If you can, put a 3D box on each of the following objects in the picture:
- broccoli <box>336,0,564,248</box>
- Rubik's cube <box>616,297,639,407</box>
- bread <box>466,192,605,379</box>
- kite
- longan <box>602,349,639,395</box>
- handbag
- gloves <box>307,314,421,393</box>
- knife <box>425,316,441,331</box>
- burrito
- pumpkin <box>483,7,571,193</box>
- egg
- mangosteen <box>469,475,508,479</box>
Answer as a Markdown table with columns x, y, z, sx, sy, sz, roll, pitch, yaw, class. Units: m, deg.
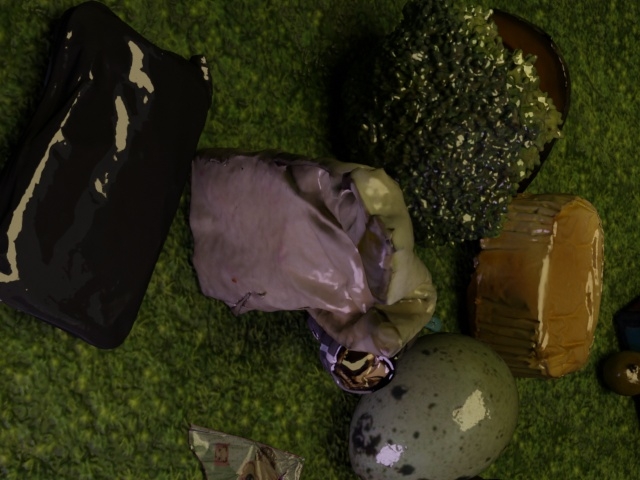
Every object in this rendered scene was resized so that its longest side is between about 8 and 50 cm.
| x | y | z | sx | sy | sz | roll | pitch | yaw | class |
| --- | --- | --- | --- | --- | --- | --- | --- | --- | --- |
| 0.158 | -0.133 | 1.496 | 0.260 | 0.235 | 0.288 | 6 | 120 | -42 | broccoli |
| 0.689 | 0.193 | 1.916 | 0.313 | 0.316 | 0.318 | -29 | 107 | -39 | Rubik's cube |
| 0.282 | 0.060 | 1.658 | 0.179 | 0.133 | 0.250 | -1 | 94 | -47 | bread |
| -0.105 | 0.303 | 1.368 | 0.250 | 0.012 | 0.229 | -35 | 108 | -38 | kite |
| 0.460 | 0.196 | 1.856 | 0.075 | 0.083 | 0.075 | 2 | 72 | -6 | longan |
| -0.218 | -0.071 | 1.232 | 0.191 | 0.075 | 0.332 | 31 | 66 | -38 | handbag |
| 0.058 | 0.098 | 1.395 | 0.285 | 0.142 | 0.119 | -13 | 96 | -88 | gloves |
| 0.124 | 0.098 | 1.592 | 0.096 | 0.010 | 0.027 | 23 | 74 | -41 | knife |
| 0.001 | 0.003 | 1.262 | 0.135 | 0.332 | 0.190 | -5 | 99 | -36 | burrito |
| 0.288 | -0.180 | 1.654 | 0.111 | 0.163 | 0.278 | -25 | 107 | -40 | pumpkin |
| 0.131 | 0.210 | 1.484 | 0.228 | 0.177 | 0.177 | -36 | 113 | -23 | egg |
| 0.204 | 0.392 | 1.515 | 0.243 | 0.243 | 0.243 | 2 | 87 | -43 | mangosteen |
